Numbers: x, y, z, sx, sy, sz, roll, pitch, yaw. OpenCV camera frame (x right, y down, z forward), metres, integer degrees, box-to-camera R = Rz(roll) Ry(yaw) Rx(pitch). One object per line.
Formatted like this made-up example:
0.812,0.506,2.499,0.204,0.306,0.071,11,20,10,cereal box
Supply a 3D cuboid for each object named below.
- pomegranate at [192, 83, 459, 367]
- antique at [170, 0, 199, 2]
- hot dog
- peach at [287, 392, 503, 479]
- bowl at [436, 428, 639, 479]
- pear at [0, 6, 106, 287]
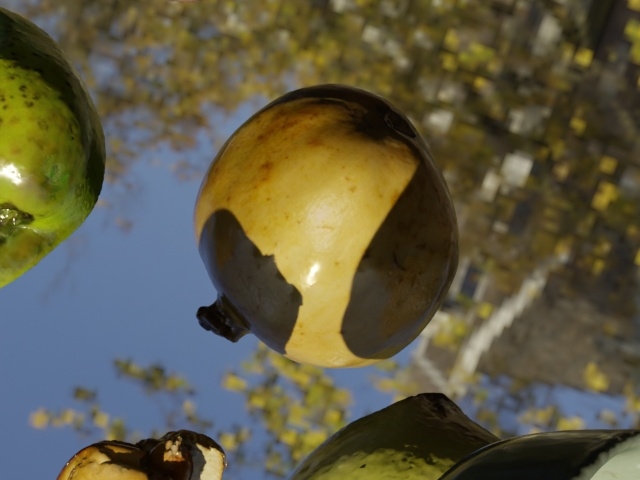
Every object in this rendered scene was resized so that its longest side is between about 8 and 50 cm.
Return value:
0.008,-0.017,2.057,0.307,0.307,0.307,17,-164,-5,pomegranate
-0.105,-0.344,1.724,0.121,0.256,0.143,6,-161,-15,antique
-0.189,0.311,1.747,0.158,0.348,0.117,-6,-138,-46,hot dog
0.065,0.294,1.550,0.314,0.315,0.281,37,178,19,peach
0.099,0.234,1.154,0.146,0.289,0.289,11,-169,31,bowl
-0.298,-0.074,1.624,0.292,0.292,0.159,41,165,52,pear
